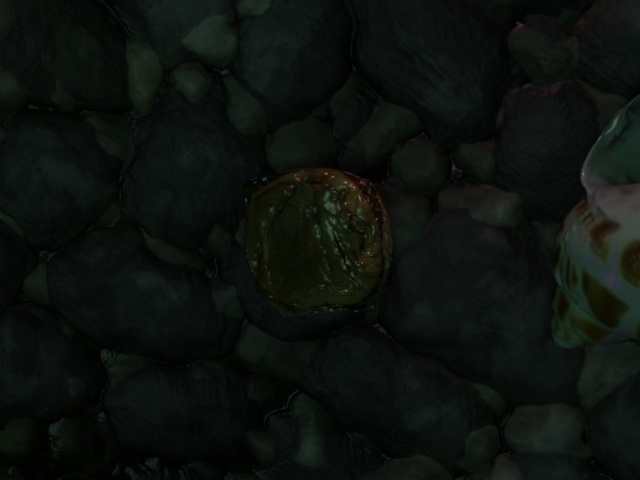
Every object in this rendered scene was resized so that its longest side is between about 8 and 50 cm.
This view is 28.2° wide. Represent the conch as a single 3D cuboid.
[{"bbox_3d":[0.368,-0.013,1.380,0.368,0.197,0.249,-34,58,20],"label":"conch"}]

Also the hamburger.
[{"bbox_3d":[0.000,0.000,1.548,0.206,0.130,0.183,-3,101,37],"label":"hamburger"}]
